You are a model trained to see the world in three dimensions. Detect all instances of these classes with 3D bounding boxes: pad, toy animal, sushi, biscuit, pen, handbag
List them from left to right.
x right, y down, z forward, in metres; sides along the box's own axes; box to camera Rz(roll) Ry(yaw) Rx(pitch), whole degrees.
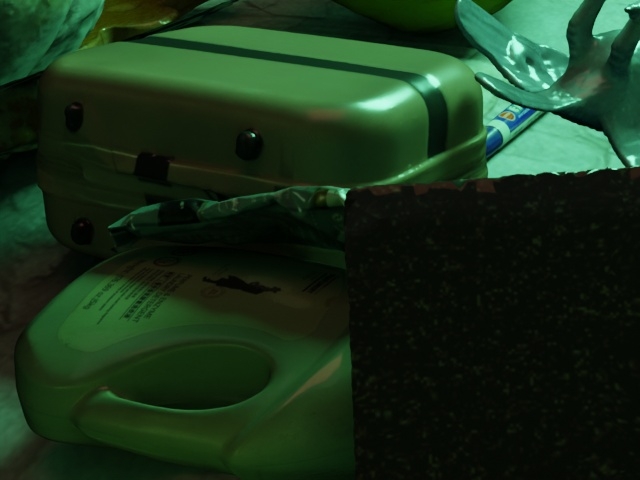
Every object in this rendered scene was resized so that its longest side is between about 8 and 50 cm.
[{"bbox_3d":[-0.228,-0.100,1.222,0.320,0.068,0.339,-25,8,-25],"label":"sushi"},{"bbox_3d":[-0.234,-0.230,1.570,0.205,0.049,0.324,3,27,22],"label":"biscuit"},{"bbox_3d":[-0.020,-0.067,1.032,0.302,0.149,0.283,11,20,37],"label":"handbag"},{"bbox_3d":[0.159,-0.100,1.214,0.025,0.025,0.204,9,28,30],"label":"pen"},{"bbox_3d":[0.208,-0.096,1.016,0.255,0.176,0.239,-17,38,-26],"label":"toy animal"},{"bbox_3d":[0.177,0.065,0.684,0.330,0.220,0.004,-3,-20,5],"label":"pad"}]

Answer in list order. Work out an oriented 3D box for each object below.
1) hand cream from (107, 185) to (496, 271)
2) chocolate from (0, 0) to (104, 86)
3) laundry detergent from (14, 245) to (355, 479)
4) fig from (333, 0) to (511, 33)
[{"bbox_3d":[0.000,0.000,0.802,0.248,0.052,0.075,2,-11,33],"label":"hand cream"},{"bbox_3d":[-0.303,-0.275,1.344,0.213,0.303,0.303,-15,25,-17],"label":"chocolate"},{"bbox_3d":[-0.028,0.071,0.795,0.253,0.091,0.181,8,24,28],"label":"laundry detergent"},{"bbox_3d":[0.098,-0.366,1.471,0.343,0.343,0.343,-5,24,2],"label":"fig"}]
